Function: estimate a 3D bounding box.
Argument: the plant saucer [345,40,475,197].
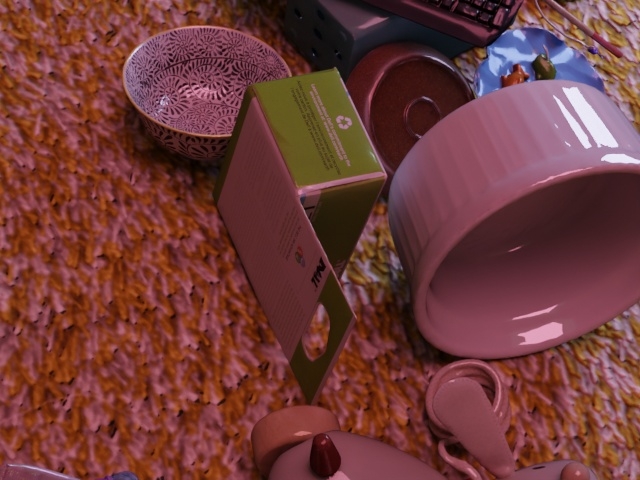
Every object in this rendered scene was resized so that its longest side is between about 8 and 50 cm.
[{"bbox_3d":[0.099,-0.123,1.667,0.168,0.029,0.169,3,85,-28],"label":"plant saucer"}]

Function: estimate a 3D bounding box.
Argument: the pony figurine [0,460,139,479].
[{"bbox_3d":[-0.194,0.334,1.234,0.351,0.303,0.363,11,44,-46],"label":"pony figurine"}]

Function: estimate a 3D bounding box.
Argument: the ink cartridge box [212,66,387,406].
[{"bbox_3d":[0.000,0.000,1.519,0.097,0.189,0.255,-14,63,-23],"label":"ink cartridge box"}]

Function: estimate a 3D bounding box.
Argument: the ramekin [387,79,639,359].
[{"bbox_3d":[0.196,-0.022,1.534,0.277,0.277,0.135,-8,52,-18],"label":"ramekin"}]

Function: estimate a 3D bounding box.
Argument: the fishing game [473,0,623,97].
[{"bbox_3d":[0.243,-0.147,1.721,0.189,0.041,0.264,34,58,-18],"label":"fishing game"}]

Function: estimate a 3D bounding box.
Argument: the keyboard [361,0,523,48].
[{"bbox_3d":[0.075,-0.331,1.666,0.317,0.033,0.202,24,68,9],"label":"keyboard"}]

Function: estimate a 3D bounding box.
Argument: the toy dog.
[{"bbox_3d":[0.089,0.203,1.420,0.333,0.161,0.220,-19,63,-23],"label":"toy dog"}]

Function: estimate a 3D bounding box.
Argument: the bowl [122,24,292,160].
[{"bbox_3d":[-0.115,-0.133,1.636,0.170,0.080,0.170,4,46,-4],"label":"bowl"}]

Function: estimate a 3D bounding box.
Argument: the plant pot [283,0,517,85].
[{"bbox_3d":[0.085,-0.274,1.741,0.234,0.165,0.166,-36,71,-23],"label":"plant pot"}]
